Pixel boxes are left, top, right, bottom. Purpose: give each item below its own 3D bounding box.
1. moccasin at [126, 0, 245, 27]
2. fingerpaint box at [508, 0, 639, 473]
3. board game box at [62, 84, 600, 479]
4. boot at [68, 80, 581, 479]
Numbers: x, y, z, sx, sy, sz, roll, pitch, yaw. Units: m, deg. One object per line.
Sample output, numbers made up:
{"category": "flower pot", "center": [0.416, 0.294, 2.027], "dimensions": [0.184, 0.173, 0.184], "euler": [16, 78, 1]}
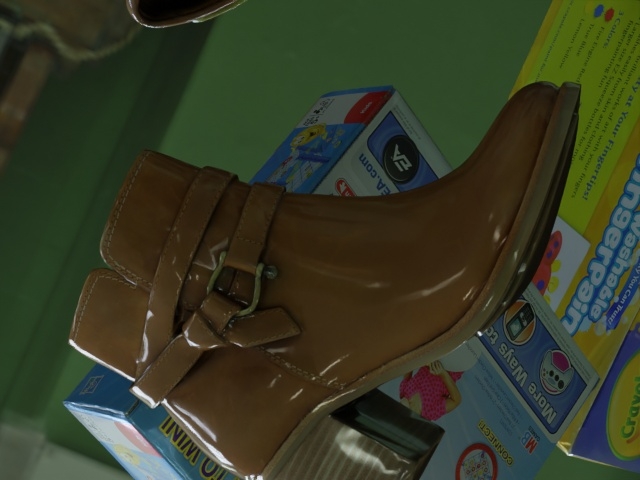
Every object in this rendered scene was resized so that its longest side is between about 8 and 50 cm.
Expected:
{"category": "moccasin", "center": [0.015, -0.265, 1.020], "dimensions": [0.380, 0.147, 0.139], "euler": [-25, 132, 21]}
{"category": "fingerpaint box", "center": [0.320, -0.033, 1.599], "dimensions": [0.163, 0.445, 0.371], "euler": [18, -169, -27]}
{"category": "board game box", "center": [0.025, 0.105, 1.089], "dimensions": [0.086, 0.302, 0.308], "euler": [3, 137, 52]}
{"category": "boot", "center": [0.000, 0.000, 0.846], "dimensions": [0.220, 0.283, 0.109], "euler": [31, -161, 12]}
